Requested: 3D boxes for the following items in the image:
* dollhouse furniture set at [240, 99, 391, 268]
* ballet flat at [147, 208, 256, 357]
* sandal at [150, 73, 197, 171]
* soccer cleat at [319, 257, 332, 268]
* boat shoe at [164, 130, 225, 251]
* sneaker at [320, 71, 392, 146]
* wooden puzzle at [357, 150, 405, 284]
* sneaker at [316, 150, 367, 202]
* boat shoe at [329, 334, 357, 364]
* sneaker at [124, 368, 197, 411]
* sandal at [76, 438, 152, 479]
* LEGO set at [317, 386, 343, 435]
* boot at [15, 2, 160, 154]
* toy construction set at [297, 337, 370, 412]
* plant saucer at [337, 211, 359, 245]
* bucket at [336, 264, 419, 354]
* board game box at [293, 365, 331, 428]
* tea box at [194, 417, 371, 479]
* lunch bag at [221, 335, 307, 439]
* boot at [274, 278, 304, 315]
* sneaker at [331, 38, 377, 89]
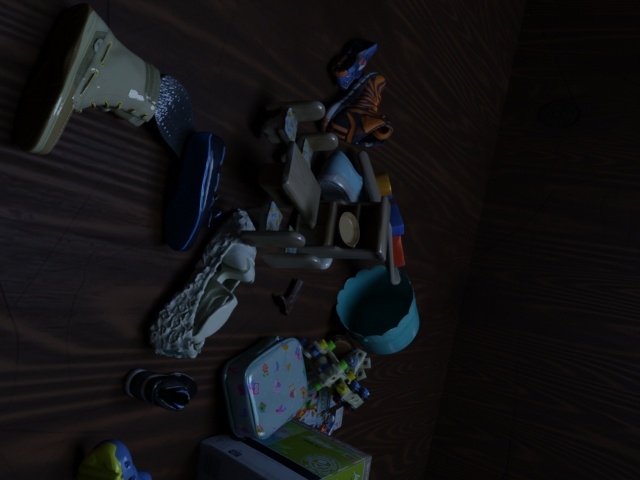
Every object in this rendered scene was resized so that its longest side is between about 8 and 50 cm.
[{"bbox_3d":[0.014,-0.098,1.478,0.394,0.256,0.362,56,38,-60],"label":"dollhouse furniture set"},{"bbox_3d":[-0.230,0.105,1.336,0.409,0.147,0.147,-60,145,-30],"label":"ballet flat"},{"bbox_3d":[-0.301,-0.225,1.191,0.097,0.054,0.254,-50,150,-28],"label":"sandal"},{"bbox_3d":[0.000,0.000,1.696,0.196,0.068,0.076,-93,-175,-46],"label":"soccer cleat"},{"bbox_3d":[-0.248,-0.095,1.221,0.089,0.109,0.258,-3,120,-62],"label":"boat shoe"},{"bbox_3d":[0.152,-0.379,1.744,0.321,0.180,0.124,-50,163,-33],"label":"sneaker"},{"bbox_3d":[0.210,-0.076,1.876,0.348,0.080,0.322,70,6,-50],"label":"wooden puzzle"},{"bbox_3d":[0.102,-0.139,1.816,0.150,0.135,0.366,-69,153,-24],"label":"sneaker"},{"bbox_3d":[0.077,0.370,2.021,0.207,0.073,0.073,58,14,-54],"label":"boat shoe"},{"bbox_3d":[-0.317,0.342,1.277,0.217,0.121,0.079,33,73,-58],"label":"sneaker"},{"bbox_3d":[-0.409,0.526,1.202,0.138,0.126,0.317,-40,141,-52],"label":"sandal"},{"bbox_3d":[0.048,0.604,1.951,0.182,0.060,0.244,-5,105,-56],"label":"LEGO set"},{"bbox_3d":[-0.386,-0.235,0.993,0.203,0.095,0.262,38,63,-59],"label":"boot"},{"bbox_3d":[0.056,0.420,1.840,0.151,0.215,0.328,-48,144,11],"label":"toy construction set"},{"bbox_3d":[0.065,-0.026,1.395,0.083,0.015,0.083,17,68,-49],"label":"plant saucer"},{"bbox_3d":[0.205,0.246,1.996,0.281,0.281,0.183,-62,147,-27],"label":"bucket"},{"bbox_3d":[-0.054,0.526,1.857,0.305,0.053,0.193,-3,103,-59],"label":"board game box"},{"bbox_3d":[-0.099,0.638,1.503,0.323,0.329,0.220,2,98,-51],"label":"tea box"},{"bbox_3d":[-0.146,0.386,1.573,0.279,0.108,0.224,-24,103,-60],"label":"lunch bag"},{"bbox_3d":[-0.086,0.149,1.688,0.114,0.037,0.106,-57,157,-27],"label":"boot"},{"bbox_3d":[0.100,-0.536,1.743,0.221,0.083,0.087,-50,153,-32],"label":"sneaker"}]
